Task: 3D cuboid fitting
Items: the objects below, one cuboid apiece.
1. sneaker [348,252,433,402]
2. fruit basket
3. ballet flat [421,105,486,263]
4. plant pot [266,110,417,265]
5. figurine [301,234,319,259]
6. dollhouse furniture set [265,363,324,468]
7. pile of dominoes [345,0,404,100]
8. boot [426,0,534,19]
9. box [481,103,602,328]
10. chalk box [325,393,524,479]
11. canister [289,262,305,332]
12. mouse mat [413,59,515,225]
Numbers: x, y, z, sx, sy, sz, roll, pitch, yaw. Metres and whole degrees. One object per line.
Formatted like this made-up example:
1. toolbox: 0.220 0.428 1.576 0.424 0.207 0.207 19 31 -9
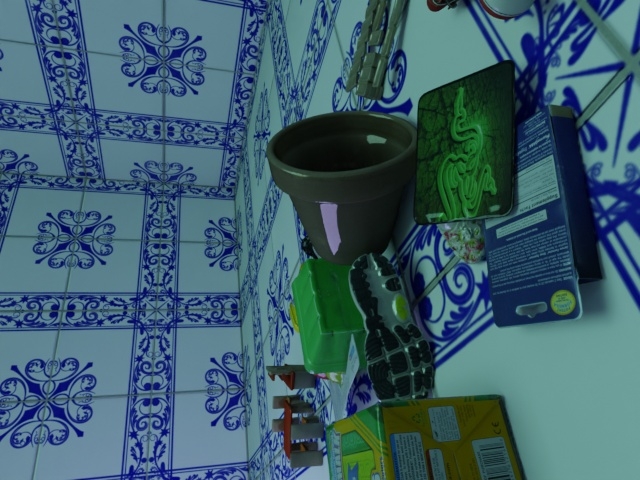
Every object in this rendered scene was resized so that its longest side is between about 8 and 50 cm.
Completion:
1. sneaker: 0.123 0.155 0.807 0.110 0.107 0.275 56 -158 -74
2. fruit basket: 0.036 0.210 1.042 0.353 0.166 0.327 87 172 -47
3. ballet flat: 0.179 -0.085 0.663 0.091 0.077 0.240 144 125 -68
4. plant pot: 0.046 -0.084 0.863 0.263 0.263 0.229 -112 12 -53
5. figurine: 0.000 0.000 1.247 0.215 0.092 0.209 -114 23 -54
6. dollhouse furniture set: -0.093 0.501 1.379 0.262 0.135 0.259 180 92 -73
7. pile of dominoes: 0.128 -0.423 0.977 0.196 0.040 0.251 -130 53 -66
8. boot: 0.200 -0.340 0.620 0.176 0.089 0.244 122 153 -61
9. box: 0.237 -0.018 0.530 0.136 0.037 0.225 140 131 -68
10. chalk box: 0.115 0.331 0.645 0.289 0.179 0.180 120 148 -56
11. canister: -0.035 0.163 1.339 0.126 0.073 0.169 -114 32 -54
12. mouse mat: 0.177 -0.117 0.595 0.153 0.007 0.189 -6 80 54
